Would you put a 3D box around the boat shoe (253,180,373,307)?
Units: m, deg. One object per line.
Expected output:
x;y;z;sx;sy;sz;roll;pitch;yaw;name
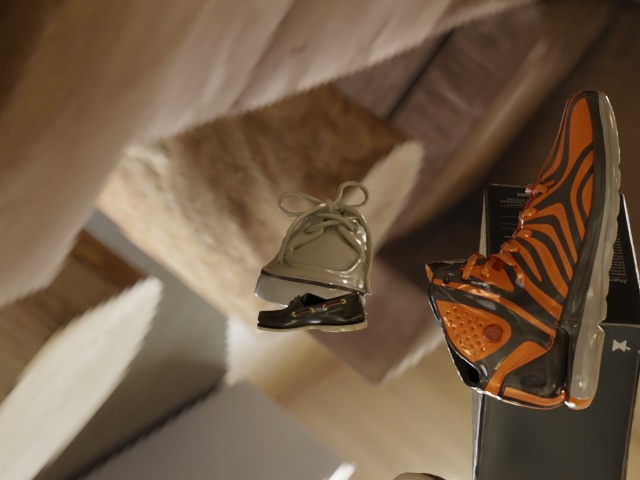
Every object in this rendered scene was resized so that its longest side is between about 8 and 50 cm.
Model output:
0.009;0.002;2.064;0.367;0.136;0.156;-47;150;-84;boat shoe

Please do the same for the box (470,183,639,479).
0.326;0.140;2.408;0.395;0.212;0.293;-82;175;-62;box

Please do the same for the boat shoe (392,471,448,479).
0.196;0.354;1.720;0.097;0.324;0.116;-15;143;-54;boat shoe

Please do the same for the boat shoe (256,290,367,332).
-0.011;0.074;1.779;0.049;0.133;0.042;-20;102;-54;boat shoe

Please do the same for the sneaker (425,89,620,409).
0.197;0.002;1.689;0.124;0.180;0.321;61;36;-82;sneaker
